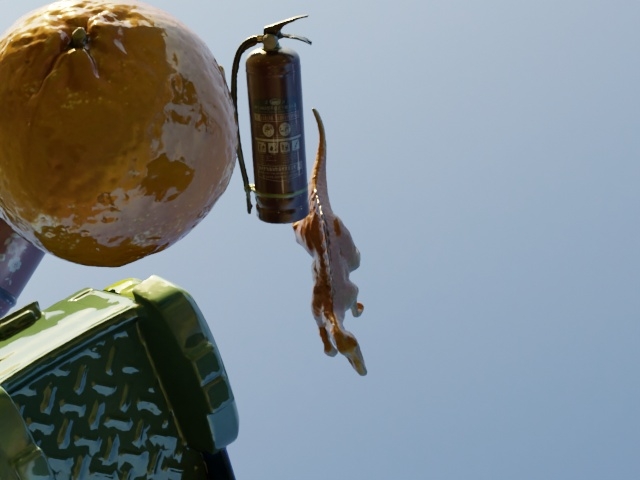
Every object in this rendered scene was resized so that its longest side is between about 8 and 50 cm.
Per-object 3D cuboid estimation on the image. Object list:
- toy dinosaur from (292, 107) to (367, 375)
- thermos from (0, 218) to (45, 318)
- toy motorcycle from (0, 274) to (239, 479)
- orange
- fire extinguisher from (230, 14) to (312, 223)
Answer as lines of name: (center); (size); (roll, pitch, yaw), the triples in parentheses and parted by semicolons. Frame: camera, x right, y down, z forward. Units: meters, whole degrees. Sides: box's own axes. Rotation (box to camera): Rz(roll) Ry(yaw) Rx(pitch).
toy dinosaur: (0.000, 0.002, 1.160); (0.057, 0.142, 0.212); (-16, -78, 4)
thermos: (-0.286, -0.029, 1.221); (0.330, 0.109, 0.136); (-60, -171, -10)
toy motorcycle: (-0.128, 0.201, 0.957); (0.191, 0.326, 0.200); (-31, -160, -30)
orange: (-0.139, -0.072, 0.868); (0.155, 0.177, 0.177); (134, -37, -66)
fire extinguisher: (-0.035, -0.092, 1.031); (0.064, 0.043, 0.158); (-2, -68, 4)
